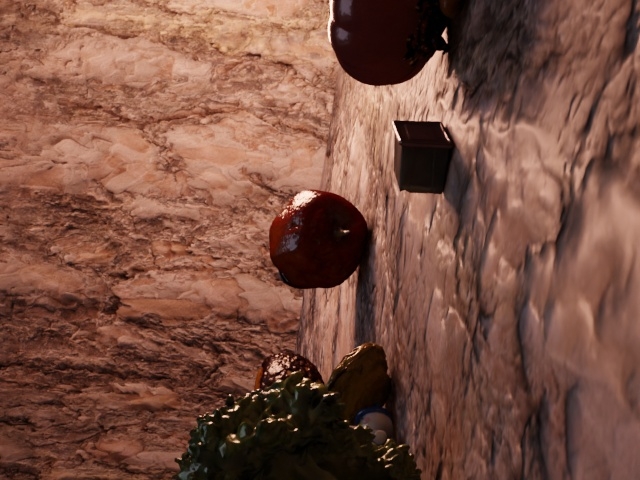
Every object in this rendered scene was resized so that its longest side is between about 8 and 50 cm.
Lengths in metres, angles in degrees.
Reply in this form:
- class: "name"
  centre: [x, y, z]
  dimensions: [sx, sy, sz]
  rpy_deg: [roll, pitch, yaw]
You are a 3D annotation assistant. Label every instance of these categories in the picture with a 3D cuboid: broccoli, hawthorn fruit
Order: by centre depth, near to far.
- class: "broccoli"
  centre: [-0.014, 0.263, 0.708]
  dimensions: [0.288, 0.259, 0.235]
  rpy_deg: [47, -165, -35]
- class: "hawthorn fruit"
  centre: [0.000, 0.000, 1.451]
  dimensions: [0.251, 0.189, 0.190]
  rpy_deg: [158, 119, -77]

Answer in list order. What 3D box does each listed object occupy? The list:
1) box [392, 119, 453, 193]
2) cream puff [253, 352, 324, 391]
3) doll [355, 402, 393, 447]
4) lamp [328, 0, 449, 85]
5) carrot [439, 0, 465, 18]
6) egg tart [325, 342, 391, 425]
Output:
- class: "box"
  centre: [0.110, -0.093, 0.880]
  dimensions: [0.085, 0.060, 0.063]
  rpy_deg: [-94, 7, -66]
- class: "cream puff"
  centre: [-0.078, 0.384, 1.866]
  dimensions: [0.239, 0.164, 0.239]
  rpy_deg: [-173, 90, -86]
- class: "doll"
  centre: [0.063, 0.244, 0.927]
  dimensions: [0.143, 0.057, 0.099]
  rpy_deg: [-78, -2, -54]
- class: "lamp"
  centre: [0.091, -0.269, 0.934]
  dimensions: [0.182, 0.140, 0.182]
  rpy_deg: [-44, -33, -40]
- class: "carrot"
  centre: [0.146, -0.314, 0.861]
  dimensions: [0.048, 0.048, 0.139]
  rpy_deg: [-114, 30, -83]
- class: "egg tart"
  centre: [0.049, 0.193, 1.002]
  dimensions: [0.130, 0.052, 0.130]
  rpy_deg: [-35, -38, -32]
